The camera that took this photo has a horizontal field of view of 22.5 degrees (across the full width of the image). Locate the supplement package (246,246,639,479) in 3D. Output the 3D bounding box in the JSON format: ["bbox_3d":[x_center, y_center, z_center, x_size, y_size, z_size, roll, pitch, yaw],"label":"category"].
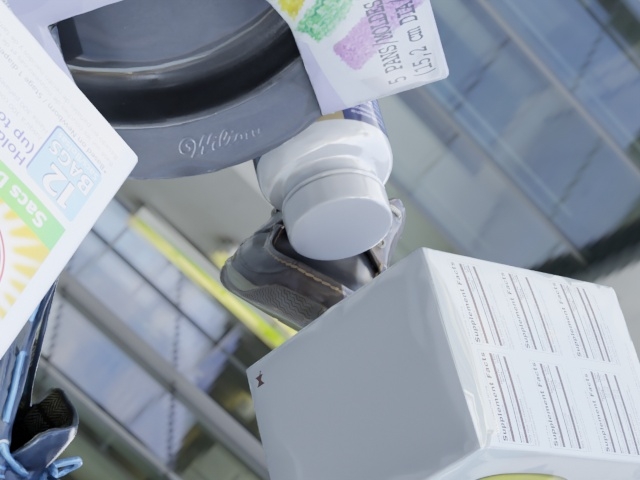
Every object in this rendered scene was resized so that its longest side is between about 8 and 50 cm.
[{"bbox_3d":[0.095,0.125,1.135,0.194,0.203,0.149,-37,-125,37],"label":"supplement package"}]

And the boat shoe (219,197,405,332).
[{"bbox_3d":[0.000,0.000,1.395,0.130,0.132,0.355,-61,-175,7],"label":"boat shoe"}]

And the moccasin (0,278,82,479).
[{"bbox_3d":[-0.234,0.138,1.186,0.137,0.117,0.342,-102,-163,-65],"label":"moccasin"}]

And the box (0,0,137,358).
[{"bbox_3d":[-0.167,-0.046,0.446,0.103,0.203,0.114,-23,-153,37],"label":"box"}]

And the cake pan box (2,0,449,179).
[{"bbox_3d":[-0.087,-0.149,0.747,0.246,0.266,0.070,-15,-140,5],"label":"cake pan box"}]

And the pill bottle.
[{"bbox_3d":[-0.003,-0.083,1.303,0.112,0.112,0.186,-35,-129,27],"label":"pill bottle"}]
